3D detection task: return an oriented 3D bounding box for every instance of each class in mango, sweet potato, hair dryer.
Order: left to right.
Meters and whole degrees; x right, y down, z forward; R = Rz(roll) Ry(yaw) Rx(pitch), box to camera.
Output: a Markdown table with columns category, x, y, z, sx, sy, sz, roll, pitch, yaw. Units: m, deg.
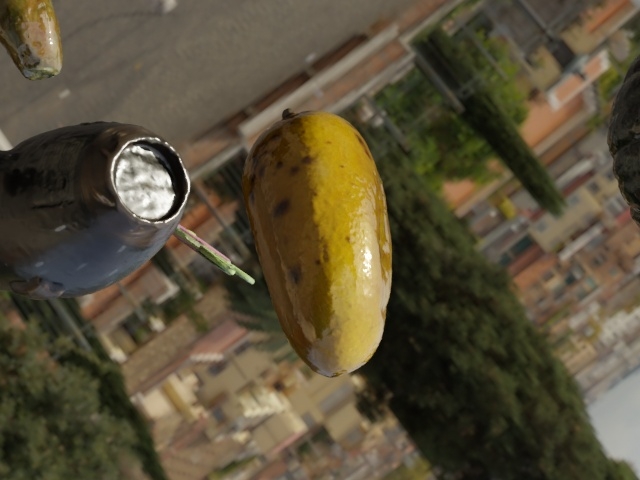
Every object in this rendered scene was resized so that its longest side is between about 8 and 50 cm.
| category | x | y | z | sx | sy | sz | roll | pitch | yaw |
| --- | --- | --- | --- | --- | --- | --- | --- | --- | --- |
| hair dryer | -0.282 | -0.063 | 0.794 | 0.359 | 0.120 | 0.303 | 32 | 152 | -35 |
| sweet potato | -0.185 | -0.210 | 0.719 | 0.081 | 0.233 | 0.062 | 5 | -174 | 33 |
| mango | 0.000 | 0.000 | 0.493 | 0.057 | 0.114 | 0.079 | -8 | 151 | 1 |

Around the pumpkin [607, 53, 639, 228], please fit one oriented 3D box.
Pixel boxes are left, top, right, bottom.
| category | x | y | z | sx | sy | sz | roll | pitch | yaw |
| --- | --- | --- | --- | --- | --- | --- | --- | --- | --- |
| pumpkin | 0.348 | -0.080 | 1.061 | 0.220 | 0.220 | 0.162 | -29 | -176 | -31 |

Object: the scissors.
| category | x | y | z | sx | sy | sz | roll | pitch | yaw |
| --- | --- | --- | --- | --- | --- | --- | --- | --- | --- |
| scissors | -0.171 | -0.002 | 1.636 | 0.020 | 0.187 | 0.133 | -55 | 166 | -2 |
